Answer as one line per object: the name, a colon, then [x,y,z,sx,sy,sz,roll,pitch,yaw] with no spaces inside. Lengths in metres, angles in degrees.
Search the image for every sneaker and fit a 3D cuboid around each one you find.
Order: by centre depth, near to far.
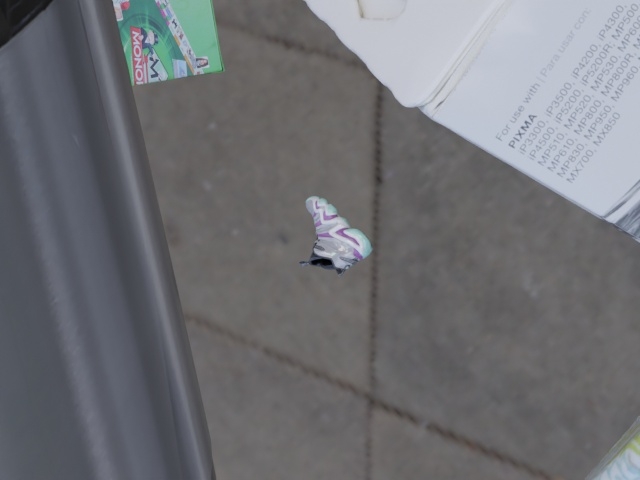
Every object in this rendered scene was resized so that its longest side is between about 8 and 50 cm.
sneaker: [0.000,0.000,1.908,0.098,0.069,0.038,41,169,36]

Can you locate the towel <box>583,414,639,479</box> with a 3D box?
towel: [0.331,0.157,1.559,0.090,0.320,0.374,42,139,9]

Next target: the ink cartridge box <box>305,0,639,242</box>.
ink cartridge box: [0.073,-0.040,0.441,0.056,0.135,0.099,-56,30,12]

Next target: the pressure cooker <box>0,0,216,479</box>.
pressure cooker: [-0.224,0.062,0.690,0.375,0.370,0.420,1,123,17]

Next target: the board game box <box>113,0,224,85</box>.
board game box: [-0.211,-0.270,1.574,0.213,0.046,0.317,-10,128,-4]
